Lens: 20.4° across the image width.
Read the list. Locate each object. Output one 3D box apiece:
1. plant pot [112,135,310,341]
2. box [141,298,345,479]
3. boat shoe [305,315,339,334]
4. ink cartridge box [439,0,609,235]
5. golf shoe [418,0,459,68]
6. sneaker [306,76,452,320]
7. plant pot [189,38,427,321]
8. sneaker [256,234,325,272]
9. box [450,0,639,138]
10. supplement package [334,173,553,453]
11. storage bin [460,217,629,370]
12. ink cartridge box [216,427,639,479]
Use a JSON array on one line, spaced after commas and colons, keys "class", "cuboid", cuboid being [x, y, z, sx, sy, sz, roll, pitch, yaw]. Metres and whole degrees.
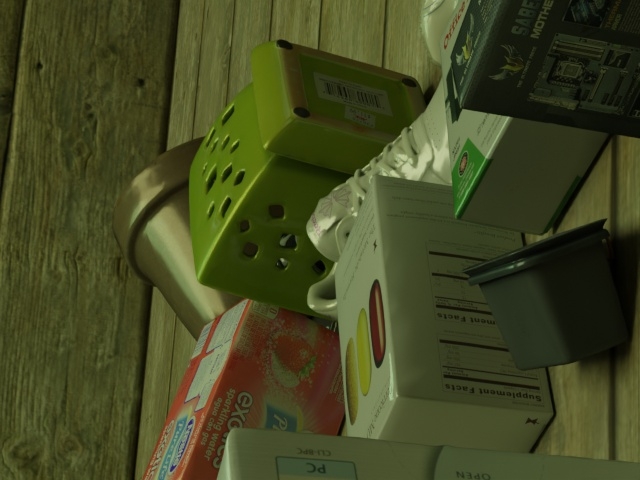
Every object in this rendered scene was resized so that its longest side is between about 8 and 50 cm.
[{"class": "plant pot", "cuboid": [-0.111, 0.029, 2.254, 0.263, 0.263, 0.229, 112, 144, -46]}, {"class": "box", "cuboid": [-0.085, 0.225, 1.828, 0.154, 0.142, 0.300, -36, 30, 60]}, {"class": "boat shoe", "cuboid": [-0.014, 0.147, 2.032, 0.103, 0.092, 0.285, -97, 21, -58]}, {"class": "ink cartridge box", "cuboid": [0.165, -0.134, 1.463, 0.153, 0.087, 0.208, 114, 161, -47]}, {"class": "golf shoe", "cuboid": [0.143, -0.238, 1.679, 0.086, 0.069, 0.176, -125, 43, -63]}, {"class": "sneaker", "cuboid": [0.075, -0.034, 1.645, 0.114, 0.152, 0.305, -99, 23, -58]}, {"class": "plant pot", "cuboid": [0.002, -0.069, 1.839, 0.227, 0.228, 0.207, -99, 28, -54]}, {"class": "sneaker", "cuboid": [0.000, 0.000, 2.059, 0.084, 0.083, 0.215, 60, -155, -12]}, {"class": "box", "cuboid": [0.203, -0.173, 1.121, 0.059, 0.183, 0.232, -98, 20, -49]}, {"class": "supplement package", "cuboid": [0.098, 0.083, 1.510, 0.139, 0.134, 0.244, 111, 162, -44]}, {"class": "storage bin", "cuboid": [0.178, 0.043, 1.325, 0.135, 0.098, 0.091, 156, 93, -74]}, {"class": "ink cartridge box", "cuboid": [0.102, 0.272, 0.997, 0.385, 0.308, 0.091, -101, 22, -54]}]
